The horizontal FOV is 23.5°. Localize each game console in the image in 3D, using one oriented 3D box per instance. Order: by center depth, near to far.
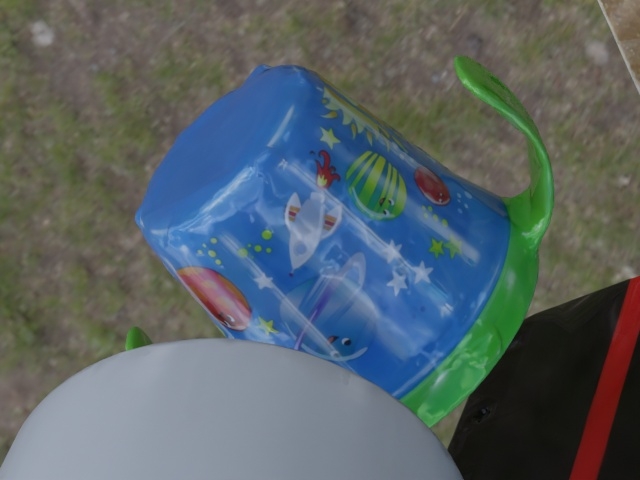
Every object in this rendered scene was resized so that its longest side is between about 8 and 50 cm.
[{"bbox_3d":[0.238,0.161,1.260,0.342,0.386,0.060,-23,116,37],"label":"game console"}]

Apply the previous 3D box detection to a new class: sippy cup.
[{"bbox_3d":[0.000,0.000,1.106,0.224,0.305,0.240,43,163,-25],"label":"sippy cup"}]

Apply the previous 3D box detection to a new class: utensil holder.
[{"bbox_3d":[-0.070,0.282,0.808,0.328,0.385,0.327,4,125,6],"label":"utensil holder"}]

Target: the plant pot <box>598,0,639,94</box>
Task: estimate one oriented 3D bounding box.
[{"bbox_3d":[0.222,-0.154,0.544,0.254,0.237,0.237,-21,109,19],"label":"plant pot"}]
